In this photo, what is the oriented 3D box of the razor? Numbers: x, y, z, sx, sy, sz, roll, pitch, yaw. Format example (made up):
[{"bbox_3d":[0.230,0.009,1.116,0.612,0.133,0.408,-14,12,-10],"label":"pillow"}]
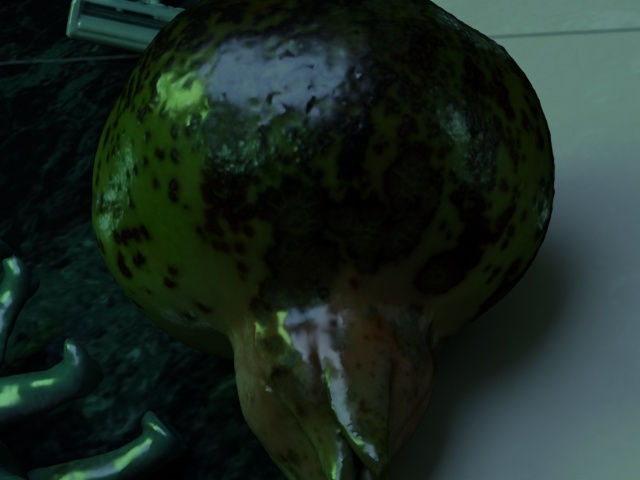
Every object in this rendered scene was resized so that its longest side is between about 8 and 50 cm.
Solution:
[{"bbox_3d":[-0.129,-0.192,1.330,0.111,0.056,0.278,11,27,-13],"label":"razor"}]

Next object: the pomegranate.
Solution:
[{"bbox_3d":[0.011,0.004,0.910,0.222,0.276,0.204,-26,-9,33],"label":"pomegranate"}]

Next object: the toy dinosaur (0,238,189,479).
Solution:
[{"bbox_3d":[-0.242,0.157,0.938,0.331,0.129,0.383,-43,39,-5],"label":"toy dinosaur"}]
